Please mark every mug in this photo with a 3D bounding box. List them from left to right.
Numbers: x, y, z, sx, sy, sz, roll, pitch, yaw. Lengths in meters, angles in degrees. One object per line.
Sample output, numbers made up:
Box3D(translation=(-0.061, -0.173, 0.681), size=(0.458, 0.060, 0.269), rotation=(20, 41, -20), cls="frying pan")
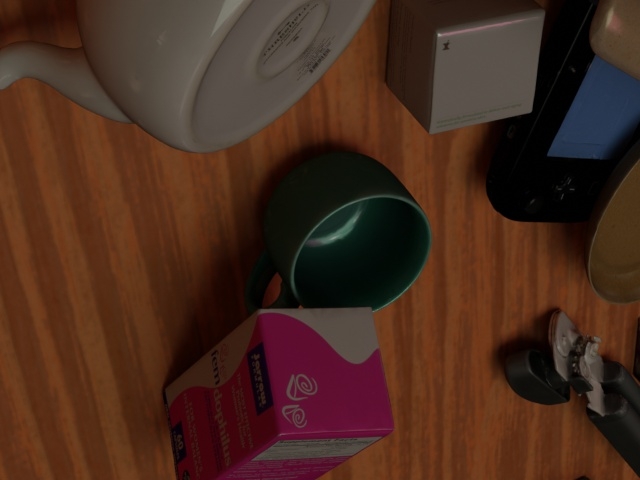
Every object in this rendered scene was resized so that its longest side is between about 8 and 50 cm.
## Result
Box3D(translation=(0.004, -0.008, 1.423), size=(0.158, 0.097, 0.129), rotation=(-13, 130, -19), cls="mug")

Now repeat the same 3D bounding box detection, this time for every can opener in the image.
Box3D(translation=(0.287, 0.165, 1.738), size=(0.093, 0.074, 0.280), rotation=(-17, 139, 31), cls="can opener")

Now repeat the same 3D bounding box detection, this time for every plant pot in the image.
Box3D(translation=(0.333, -0.043, 1.590), size=(0.236, 0.032, 0.236), rotation=(-26, 139, -25), cls="plant pot")

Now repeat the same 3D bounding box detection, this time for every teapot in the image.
Box3D(translation=(-0.081, -0.203, 1.183), size=(0.256, 0.187, 0.252), rotation=(-34, 160, -37), cls="teapot")

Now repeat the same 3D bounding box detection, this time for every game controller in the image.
Box3D(translation=(0.261, -0.153, 1.475), size=(0.166, 0.067, 0.319), rotation=(6, 121, -32), cls="game controller")

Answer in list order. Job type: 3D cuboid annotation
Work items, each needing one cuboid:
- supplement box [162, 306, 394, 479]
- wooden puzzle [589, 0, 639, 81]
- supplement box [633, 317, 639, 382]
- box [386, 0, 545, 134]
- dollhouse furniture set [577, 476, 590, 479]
Box3D(translation=(-0.041, 0.145, 1.436), size=(0.114, 0.111, 0.220), rotation=(1, 156, -29), cls="supplement box")
Box3D(translation=(0.316, -0.254, 1.333), size=(0.322, 0.080, 0.348), rotation=(22, 68, -38), cls="wooden puzzle")
Box3D(translation=(0.360, 0.121, 1.742), size=(0.043, 0.055, 0.083), rotation=(-17, 131, -17), cls="supplement box")
Box3D(translation=(0.118, -0.158, 1.378), size=(0.101, 0.087, 0.102), rotation=(-13, 129, -19), cls="box")
Box3D(translation=(0.214, 0.427, 1.827), size=(0.301, 0.151, 0.197), rotation=(-24, 132, -10), cls="dollhouse furniture set")
